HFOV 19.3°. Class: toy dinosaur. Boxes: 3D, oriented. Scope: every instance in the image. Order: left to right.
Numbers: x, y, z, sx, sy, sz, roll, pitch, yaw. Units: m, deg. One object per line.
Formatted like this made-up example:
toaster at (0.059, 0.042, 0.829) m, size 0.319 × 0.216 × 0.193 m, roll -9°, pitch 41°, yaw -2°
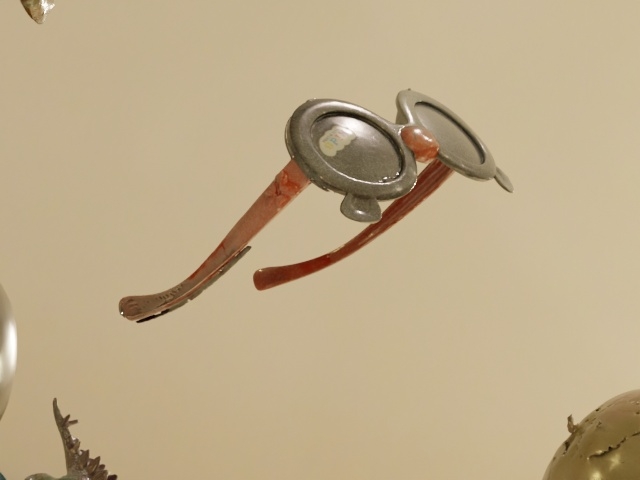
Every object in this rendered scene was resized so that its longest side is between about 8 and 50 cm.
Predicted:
toy dinosaur at (-0.221, 0.222, 1.673) m, size 0.082 × 0.209 × 0.039 m, roll -21°, pitch -46°, yaw 8°

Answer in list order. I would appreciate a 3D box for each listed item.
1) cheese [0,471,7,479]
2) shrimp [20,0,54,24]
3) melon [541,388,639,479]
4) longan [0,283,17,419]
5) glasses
cheese at (-0.268, 0.239, 1.545) m, size 0.037 × 0.106 × 0.256 m, roll 30°, pitch -16°, yaw -33°
shrimp at (-0.182, -0.202, 1.262) m, size 0.045 × 0.162 × 0.095 m, roll -12°, pitch -65°, yaw 8°
melon at (0.310, 0.250, 1.480) m, size 0.317 × 0.223 × 0.223 m, roll 44°, pitch -66°, yaw -7°
longan at (-0.394, 0.092, 1.500) m, size 0.319 × 0.319 × 0.319 m, roll 3°, pitch -62°, yaw 5°
glasses at (0.000, 0.000, 1.469) m, size 0.118 × 0.234 × 0.268 m, roll 53°, pitch -56°, yaw 16°
